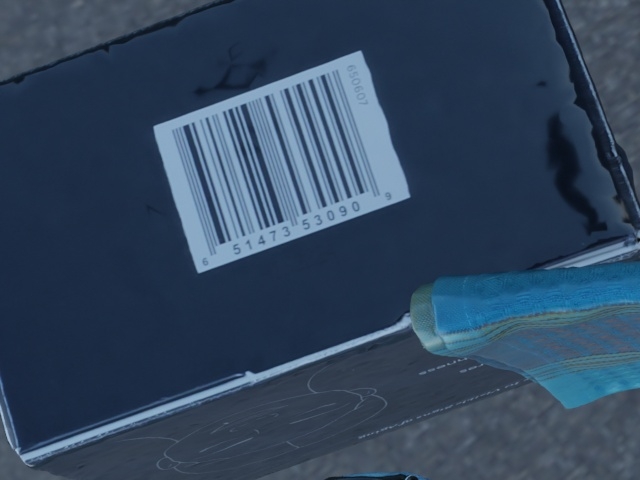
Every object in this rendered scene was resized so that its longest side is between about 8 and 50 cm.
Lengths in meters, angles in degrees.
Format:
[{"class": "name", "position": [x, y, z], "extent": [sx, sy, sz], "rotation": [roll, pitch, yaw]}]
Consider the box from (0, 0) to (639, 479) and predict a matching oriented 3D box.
[{"class": "box", "position": [0.000, 0.000, 1.566], "extent": [0.479, 0.472, 0.297], "rotation": [-20, 75, 4]}]

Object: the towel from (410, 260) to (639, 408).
[{"class": "towel", "position": [0.261, 0.046, 0.989], "extent": [0.370, 0.271, 0.040], "rotation": [-5, 76, 23]}]

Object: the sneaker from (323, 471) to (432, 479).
[{"class": "sneaker", "position": [0.057, 0.142, 0.872], "extent": [0.162, 0.063, 0.073], "rotation": [4, 158, 45]}]
